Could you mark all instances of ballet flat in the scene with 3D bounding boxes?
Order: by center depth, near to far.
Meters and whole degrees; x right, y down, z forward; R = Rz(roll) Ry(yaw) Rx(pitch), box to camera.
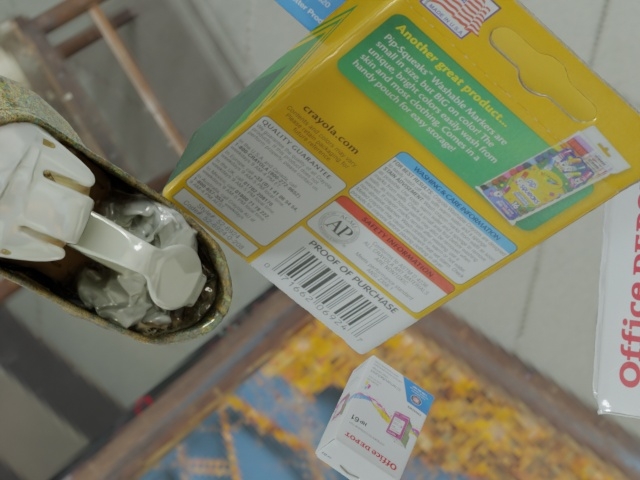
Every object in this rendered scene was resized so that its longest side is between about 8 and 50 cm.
[{"bbox_3d":[-0.165,-0.015,1.001,0.123,0.123,0.348,26,175,34],"label":"ballet flat"}]

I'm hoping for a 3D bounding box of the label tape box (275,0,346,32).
[{"bbox_3d":[0.074,-0.296,1.070,0.249,0.115,0.347,41,126,-2],"label":"label tape box"}]

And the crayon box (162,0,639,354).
[{"bbox_3d":[0.067,-0.068,1.095,0.203,0.083,0.323,40,134,-17],"label":"crayon box"}]

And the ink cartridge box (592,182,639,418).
[{"bbox_3d":[0.382,0.040,1.224,0.307,0.129,0.223,6,95,35],"label":"ink cartridge box"}]

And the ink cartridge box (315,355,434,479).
[{"bbox_3d":[0.060,0.202,1.730,0.088,0.122,0.052,34,142,-9],"label":"ink cartridge box"}]
